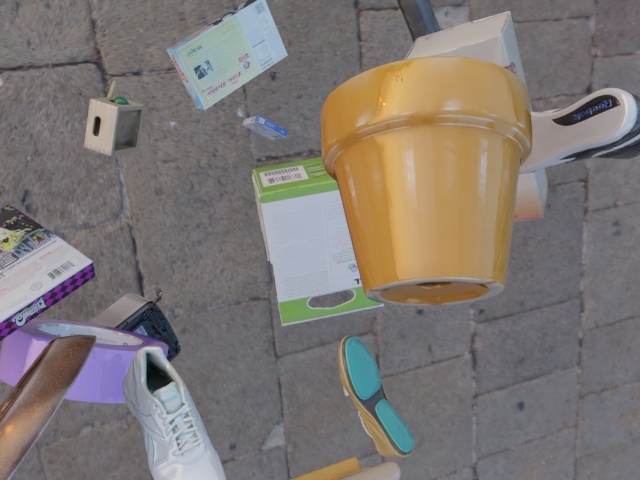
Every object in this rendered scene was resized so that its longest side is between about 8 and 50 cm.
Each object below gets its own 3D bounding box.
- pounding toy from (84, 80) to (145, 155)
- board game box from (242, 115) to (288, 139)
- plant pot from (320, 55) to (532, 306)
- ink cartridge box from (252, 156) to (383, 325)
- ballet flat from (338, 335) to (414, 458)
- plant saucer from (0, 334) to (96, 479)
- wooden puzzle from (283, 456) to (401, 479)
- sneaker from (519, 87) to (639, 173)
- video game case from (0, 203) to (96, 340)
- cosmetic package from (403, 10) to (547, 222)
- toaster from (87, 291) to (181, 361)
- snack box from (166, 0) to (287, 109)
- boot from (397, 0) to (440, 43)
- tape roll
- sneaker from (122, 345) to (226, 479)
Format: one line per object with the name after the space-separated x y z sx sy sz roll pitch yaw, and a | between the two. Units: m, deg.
-0.467 -0.278 1.444 0.100 0.130 0.141 18 108 12 | pounding toy
-0.141 -0.287 1.638 0.090 0.090 0.020 25 80 -30 | board game box
0.104 -0.040 0.617 0.205 0.205 0.188 6 72 -24 | plant pot
0.000 0.000 1.058 0.189 0.097 0.255 -11 122 -8 | ink cartridge box
0.080 0.282 1.131 0.080 0.073 0.232 -22 83 -44 | ballet flat
-0.235 0.139 0.495 0.029 0.168 0.168 37 88 -15 | plant saucer
-0.043 0.332 0.841 0.221 0.239 0.044 -7 72 -31 | wooden puzzle
0.311 -0.120 0.786 0.121 0.217 0.079 5 84 -32 | sneaker
-0.498 0.055 0.959 0.232 0.210 0.042 -42 151 -40 | video game case
0.250 -0.178 1.001 0.153 0.129 0.296 -10 118 27 | cosmetic package
-0.418 0.223 1.443 0.186 0.110 0.168 -42 128 -30 | toaster
-0.259 -0.537 1.832 0.322 0.060 0.187 -39 127 -22 | snack box
0.191 -0.380 1.159 0.076 0.189 0.208 -21 139 3 | boot
-0.415 0.208 1.134 0.275 0.275 0.090 13 87 -25 | tape roll
-0.126 0.156 0.541 0.054 0.152 0.061 -19 148 -34 | sneaker
